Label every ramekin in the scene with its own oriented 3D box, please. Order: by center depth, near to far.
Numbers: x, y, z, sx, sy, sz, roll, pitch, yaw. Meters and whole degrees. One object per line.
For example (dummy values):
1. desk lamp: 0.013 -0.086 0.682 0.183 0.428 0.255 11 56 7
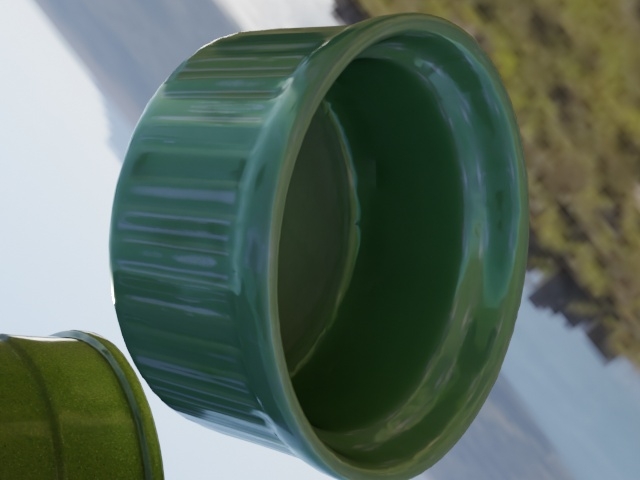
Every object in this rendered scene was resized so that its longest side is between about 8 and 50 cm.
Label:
1. ramekin: 0.000 0.000 1.160 0.148 0.303 0.303 7 148 35

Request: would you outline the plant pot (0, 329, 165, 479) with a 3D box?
1. plant pot: -0.349 0.220 1.230 0.353 0.366 0.366 11 -158 -32
